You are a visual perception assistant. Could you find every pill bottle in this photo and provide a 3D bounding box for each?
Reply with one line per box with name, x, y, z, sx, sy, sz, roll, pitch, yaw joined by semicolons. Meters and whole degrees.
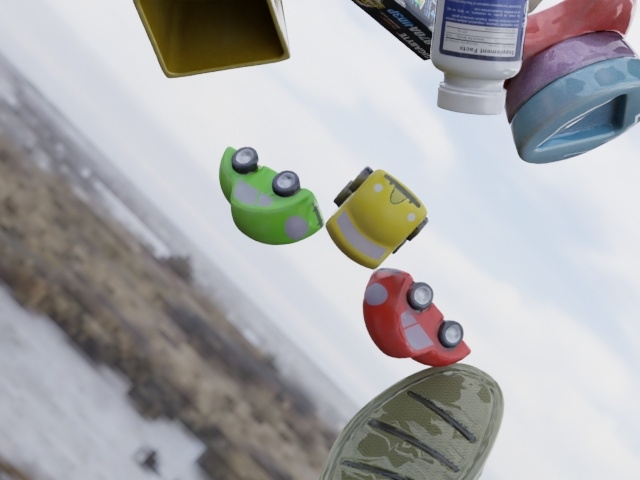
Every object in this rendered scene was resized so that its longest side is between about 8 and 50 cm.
pill bottle;0.114;-0.153;1.394;0.067;0.120;0.067;6;13;-1

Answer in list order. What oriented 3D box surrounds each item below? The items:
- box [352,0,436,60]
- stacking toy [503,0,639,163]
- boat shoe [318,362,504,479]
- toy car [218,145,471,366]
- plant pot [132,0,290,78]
box;0.101;-0.337;2.175;0.051;0.220;0.175;-9;-27;35
stacking toy;0.270;-0.165;1.532;0.130;0.309;0.279;67;9;19
boat shoe;0.043;0.229;1.517;0.113;0.302;0.103;29;-26;20
toy car;0.000;0.000;1.488;0.225;0.053;0.239;30;-23;30
plant pot;-0.066;-0.161;1.193;0.081;0.081;0.083;70;15;-55
